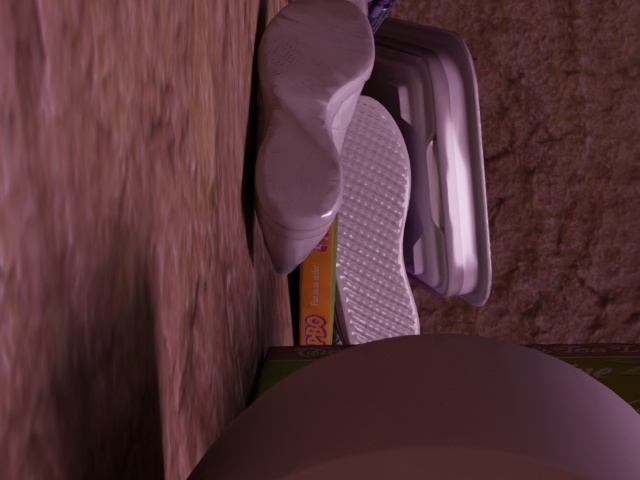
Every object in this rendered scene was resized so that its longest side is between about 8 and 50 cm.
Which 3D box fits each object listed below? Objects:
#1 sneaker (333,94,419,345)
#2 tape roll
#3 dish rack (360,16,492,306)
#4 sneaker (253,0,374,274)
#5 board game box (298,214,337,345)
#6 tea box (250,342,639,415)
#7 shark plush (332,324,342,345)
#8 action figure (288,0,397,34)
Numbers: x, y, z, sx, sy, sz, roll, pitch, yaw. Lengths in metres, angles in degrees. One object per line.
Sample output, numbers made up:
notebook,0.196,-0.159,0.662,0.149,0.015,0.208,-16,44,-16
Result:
sneaker,0.026,-0.018,1.426,0.161,0.102,0.282,-131,-145,-70
tape roll,0.047,0.171,0.544,0.169,0.246,0.246,-60,150,-80
dish rack,0.081,-0.090,1.496,0.333,0.072,0.285,-145,-133,-68
sneaker,-0.014,-0.075,0.970,0.094,0.080,0.212,104,-2,-55
board game box,0.000,0.000,1.227,0.124,0.039,0.259,-86,-179,-46
tea box,0.114,0.218,0.880,0.323,0.329,0.220,-80,168,-74
shark plush,0.019,0.127,1.668,0.067,0.073,0.161,-65,-175,-29
action figure,0.027,-0.311,1.263,0.341,0.179,0.330,128,-21,-50
